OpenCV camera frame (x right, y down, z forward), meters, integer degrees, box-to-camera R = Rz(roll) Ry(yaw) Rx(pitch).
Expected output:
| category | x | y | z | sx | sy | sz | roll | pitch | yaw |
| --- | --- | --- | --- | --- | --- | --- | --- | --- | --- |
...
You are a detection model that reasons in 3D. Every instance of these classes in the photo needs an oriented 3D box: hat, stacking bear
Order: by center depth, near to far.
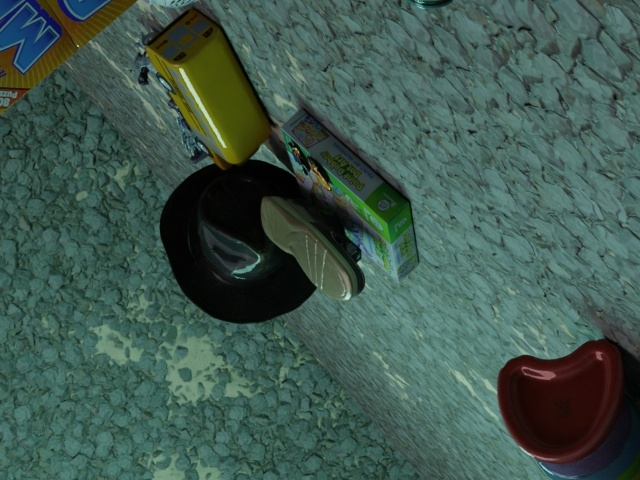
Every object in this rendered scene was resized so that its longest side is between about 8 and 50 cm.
| category | x | y | z | sx | sy | sz | roll | pitch | yaw |
| --- | --- | --- | --- | --- | --- | --- | --- | --- | --- |
| stacking bear | 0.383 | 0.279 | 1.725 | 0.175 | 0.164 | 0.289 | -16 | 143 | 28 |
| hat | -0.133 | -0.024 | 2.258 | 0.331 | 0.331 | 0.134 | 45 | 160 | 13 |

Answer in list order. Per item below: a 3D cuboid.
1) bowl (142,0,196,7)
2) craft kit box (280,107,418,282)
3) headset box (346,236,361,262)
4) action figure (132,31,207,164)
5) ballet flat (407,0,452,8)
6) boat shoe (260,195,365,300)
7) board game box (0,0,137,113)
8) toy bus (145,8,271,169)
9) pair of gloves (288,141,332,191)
| category | x | y | z | sx | sy | sz | roll | pitch | yaw |
| --- | --- | --- | --- | --- | --- | --- | --- | --- | --- |
| bowl | -0.256 | -0.414 | 1.924 | 0.170 | 0.080 | 0.170 | 44 | 168 | 12 |
| craft kit box | 0.051 | -0.068 | 2.040 | 0.246 | 0.061 | 0.250 | 40 | 167 | 22 |
| headset box | 0.039 | 0.009 | 2.399 | 0.083 | 0.032 | 0.062 | 43 | 168 | 13 |
| action figure | -0.279 | -0.289 | 2.405 | 0.185 | 0.099 | 0.285 | 48 | 169 | 47 |
| ballet flat | 0.047 | -0.306 | 1.212 | 0.247 | 0.083 | 0.087 | 38 | 141 | 40 |
| boat shoe | 0.000 | 0.000 | 2.094 | 0.285 | 0.092 | 0.103 | 40 | 139 | 47 |
| board game box | -0.564 | -0.503 | 2.061 | 0.356 | 0.356 | 0.356 | 39 | 166 | 38 |
| toy bus | -0.181 | -0.245 | 2.161 | 0.130 | 0.108 | 0.332 | 37 | 164 | 37 |
| pair of gloves | -0.018 | -0.115 | 1.973 | 0.083 | 0.010 | 0.074 | 38 | 165 | 42 |
